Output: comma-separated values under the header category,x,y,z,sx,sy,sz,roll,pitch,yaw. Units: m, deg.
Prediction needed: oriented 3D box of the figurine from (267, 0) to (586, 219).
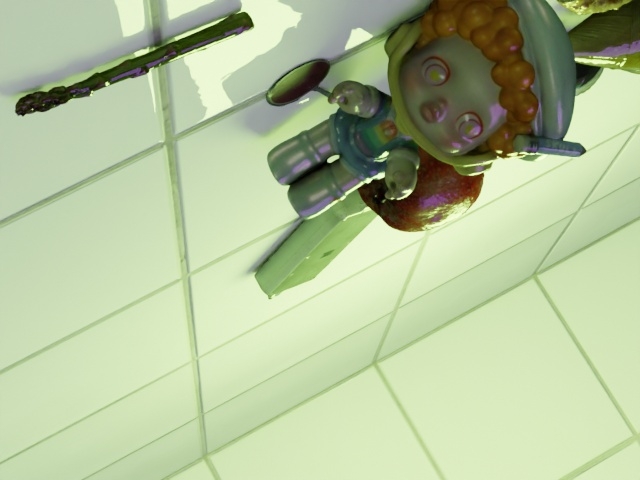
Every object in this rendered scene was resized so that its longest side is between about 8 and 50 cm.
category,x,y,z,sx,sy,sz,roll,pitch,yaw
figurine,0.114,-0.170,1.571,0.381,0.225,0.205,-13,-171,18

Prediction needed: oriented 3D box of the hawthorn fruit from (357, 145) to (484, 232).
category,x,y,z,sx,sy,sz,roll,pitch,yaw
hawthorn fruit,0.144,-0.100,1.818,0.188,0.169,0.169,-26,165,-31

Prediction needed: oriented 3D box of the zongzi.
category,x,y,z,sx,sy,sz,roll,pitch,yaw
zongzi,0.442,-0.322,1.798,0.256,0.115,0.228,-1,142,-39

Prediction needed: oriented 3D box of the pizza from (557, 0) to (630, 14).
category,x,y,z,sx,sy,sz,roll,pitch,yaw
pizza,0.381,-0.341,1.668,0.161,0.062,0.182,-44,160,24

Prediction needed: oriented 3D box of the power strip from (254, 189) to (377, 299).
category,x,y,z,sx,sy,sz,roll,pitch,yaw
power strip,0.000,0.000,2.063,0.118,0.046,0.270,-20,160,-44

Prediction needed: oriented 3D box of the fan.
category,x,y,z,sx,sy,sz,roll,pitch,yaw
fan,-0.014,-0.177,1.535,0.085,0.005,0.133,-37,163,19

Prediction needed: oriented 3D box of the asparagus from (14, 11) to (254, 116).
category,x,y,z,sx,sy,sz,roll,pitch,yaw
asparagus,-0.171,-0.163,1.242,0.248,0.024,0.025,-25,121,-21

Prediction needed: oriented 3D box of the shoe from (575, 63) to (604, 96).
category,x,y,z,sx,sy,sz,roll,pitch,yaw
shoe,0.334,-0.246,1.881,0.169,0.071,0.099,-27,159,-11
